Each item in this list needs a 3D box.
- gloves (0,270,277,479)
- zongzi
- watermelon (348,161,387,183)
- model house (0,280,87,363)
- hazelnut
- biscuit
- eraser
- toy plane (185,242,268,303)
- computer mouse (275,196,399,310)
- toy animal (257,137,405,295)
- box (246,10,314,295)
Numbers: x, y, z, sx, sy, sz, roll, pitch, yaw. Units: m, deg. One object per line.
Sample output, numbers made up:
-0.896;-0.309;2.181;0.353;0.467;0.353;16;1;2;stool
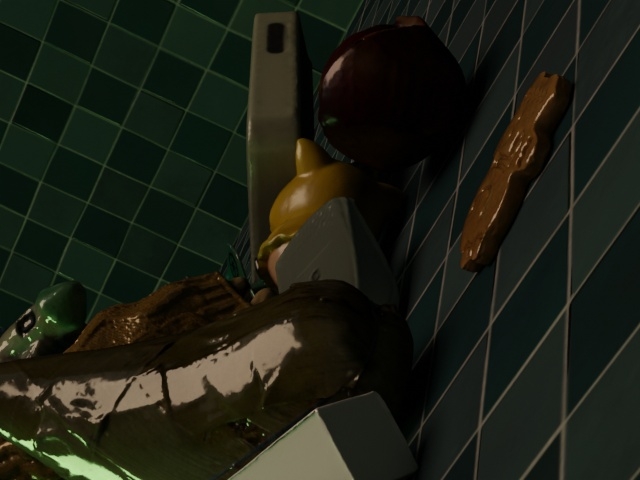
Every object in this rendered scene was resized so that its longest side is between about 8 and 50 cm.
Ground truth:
-0.185;0.167;1.698;0.356;0.203;0.155;-40;9;-8;gloves
-0.132;0.127;1.473;0.356;0.393;0.174;-54;15;46;zongzi
0.047;-0.055;2.182;0.163;0.087;0.069;124;131;-64;watermelon
-0.309;0.214;2.158;0.284;0.298;0.243;-45;26;17;model house
0.076;-0.159;1.802;0.170;0.160;0.201;-39;2;-2;hazelnut
0.164;-0.064;1.405;0.184;0.027;0.133;-63;9;17;biscuit
-0.049;0.235;1.363;0.078;0.076;0.298;-10;-26;-48;eraser
-0.112;0.121;1.974;0.382;0.106;0.155;100;149;-53;toy plane
0.020;0.058;1.683;0.128;0.079;0.231;-43;35;26;computer mouse
0.004;0.002;1.853;0.156;0.156;0.230;124;165;-52;toy animal
-0.049;-0.073;2.142;0.367;0.090;0.373;-90;-1;-58;box
